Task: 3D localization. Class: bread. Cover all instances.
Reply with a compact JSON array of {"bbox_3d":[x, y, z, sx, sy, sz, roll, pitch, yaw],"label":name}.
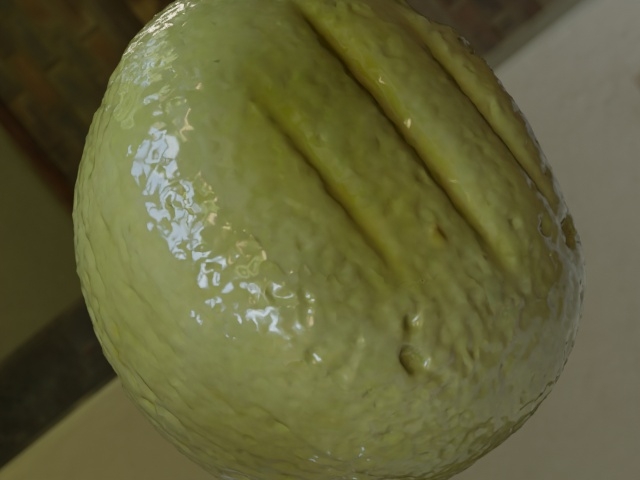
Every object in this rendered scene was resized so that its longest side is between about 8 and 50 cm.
[{"bbox_3d":[0.004,-0.004,1.148,0.320,0.320,0.237,53,153,7],"label":"bread"}]
